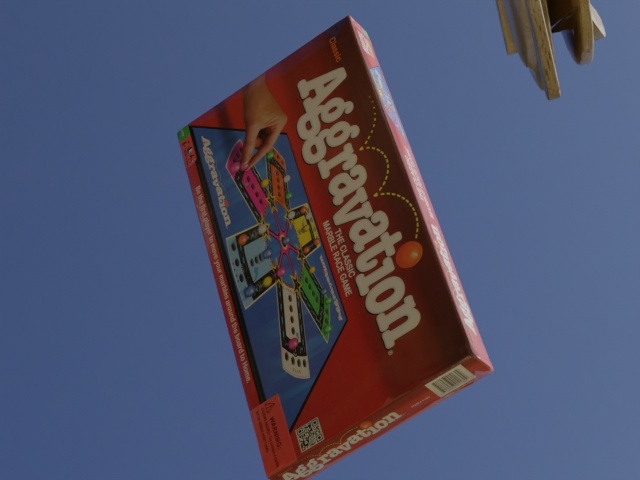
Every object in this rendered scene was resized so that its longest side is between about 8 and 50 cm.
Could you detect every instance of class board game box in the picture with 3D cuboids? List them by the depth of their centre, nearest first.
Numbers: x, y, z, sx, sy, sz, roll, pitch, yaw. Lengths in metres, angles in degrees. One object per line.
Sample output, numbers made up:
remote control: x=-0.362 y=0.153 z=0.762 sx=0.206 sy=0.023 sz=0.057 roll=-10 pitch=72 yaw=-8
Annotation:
board game box: x=0.000 y=0.000 z=1.110 sx=0.145 sy=0.281 sz=0.027 roll=-32 pitch=-41 yaw=17

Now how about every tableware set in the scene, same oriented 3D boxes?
tableware set: x=0.069 y=-0.148 z=0.618 sx=0.039 sy=0.128 sz=0.194 roll=-13 pitch=-77 yaw=2
